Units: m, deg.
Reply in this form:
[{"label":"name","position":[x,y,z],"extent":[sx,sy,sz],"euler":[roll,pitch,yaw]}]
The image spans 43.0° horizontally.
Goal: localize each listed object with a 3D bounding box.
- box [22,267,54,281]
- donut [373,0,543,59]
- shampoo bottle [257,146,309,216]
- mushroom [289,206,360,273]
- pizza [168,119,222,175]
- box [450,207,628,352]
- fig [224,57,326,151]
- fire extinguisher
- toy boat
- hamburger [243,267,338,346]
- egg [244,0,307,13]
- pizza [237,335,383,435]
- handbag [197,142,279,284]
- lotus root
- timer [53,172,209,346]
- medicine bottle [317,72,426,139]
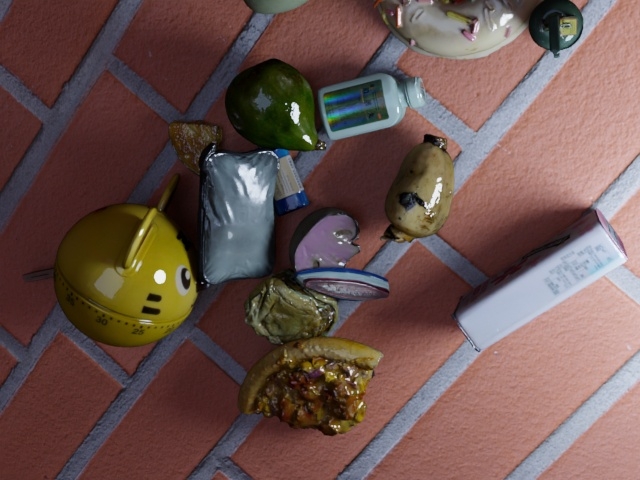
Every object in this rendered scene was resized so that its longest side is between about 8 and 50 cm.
[{"label":"box","position":[-0.726,0.089,2.144],"extent":[0.115,0.048,0.025],"euler":[-11,93,18]},{"label":"donut","position":[0.278,-0.560,1.658],"extent":[0.382,0.142,0.382],"euler":[3,101,16]},{"label":"shampoo bottle","position":[-0.096,-0.153,1.901],"extent":[0.087,0.050,0.183],"euler":[-20,94,23]},{"label":"mushroom","position":[0.000,0.000,1.870],"extent":[0.188,0.141,0.117],"euler":[-50,42,11]},{"label":"pizza","position":[-0.283,-0.228,1.945],"extent":[0.134,0.046,0.175],"euler":[-28,92,21]},{"label":"box","position":[0.453,0.083,1.710],"extent":[0.370,0.190,0.112],"euler":[-35,89,19]},{"label":"fig","position":[-0.089,-0.281,1.800],"extent":[0.195,0.195,0.245],"euler":[-45,81,20]},{"label":"fire extinguisher","position":[0.450,-0.403,1.546],"extent":[0.095,0.311,0.114],"euler":[-1,101,19]},{"label":"toy boat","position":[0.051,0.102,1.850],"extent":[0.229,0.046,0.080],"euler":[10,111,-22]},{"label":"hamburger","position":[-0.068,0.160,1.929],"extent":[0.206,0.130,0.183],"euler":[35,118,-7]},{"label":"egg","position":[-0.069,-0.607,1.715],"extent":[0.218,0.218,0.295],"euler":[39,120,6]},{"label":"pizza","position":[-0.019,0.349,1.909],"extent":[0.409,0.114,0.278],"euler":[-17,115,26]},{"label":"handbag","position":[-0.186,-0.059,1.842],"extent":[0.075,0.191,0.332],"euler":[33,124,56]},{"label":"lotus root","position":[0.220,-0.100,1.761],"extent":[0.140,0.154,0.257],"euler":[22,103,18]},{"label":"timer","position":[-0.426,0.049,1.885],"extent":[0.376,0.376,0.387],"euler":[34,111,8]},{"label":"medicine bottle","position":[0.115,-0.302,1.790],"extent":[0.229,0.083,0.121],"euler":[-11,95,18]}]
